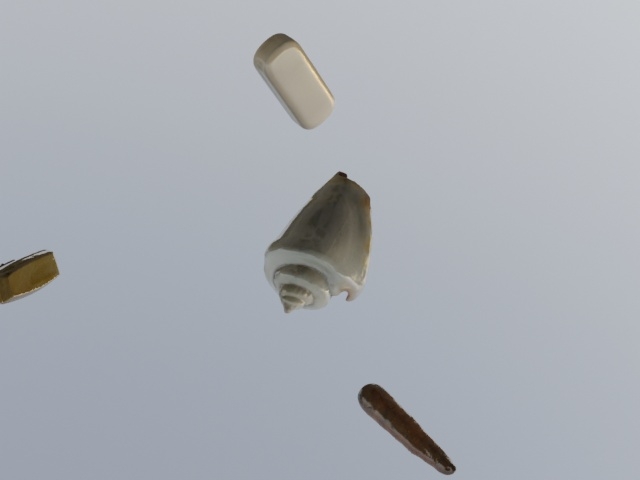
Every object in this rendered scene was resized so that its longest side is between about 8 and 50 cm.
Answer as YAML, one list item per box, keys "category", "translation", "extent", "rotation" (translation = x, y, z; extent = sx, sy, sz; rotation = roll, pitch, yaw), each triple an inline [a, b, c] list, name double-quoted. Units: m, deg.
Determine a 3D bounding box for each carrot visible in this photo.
- category: "carrot"
  translation: [0.122, 0.272, 1.882]
  extent: [0.047, 0.047, 0.191]
  rotation: [-17, -132, -39]

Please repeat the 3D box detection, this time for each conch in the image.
- category: "conch"
  translation: [0.003, 0.009, 1.456]
  extent: [0.104, 0.094, 0.176]
  rotation: [7, -137, 28]

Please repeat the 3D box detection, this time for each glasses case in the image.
- category: "glasses case"
  translation: [-0.043, -0.268, 2.256]
  extent: [0.083, 0.196, 0.050]
  rotation: [-44, -133, -8]

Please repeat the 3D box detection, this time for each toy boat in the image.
- category: "toy boat"
  translation: [-0.465, 0.059, 2.008]
  extent: [0.077, 0.057, 0.200]
  rotation: [-10, -170, 21]
